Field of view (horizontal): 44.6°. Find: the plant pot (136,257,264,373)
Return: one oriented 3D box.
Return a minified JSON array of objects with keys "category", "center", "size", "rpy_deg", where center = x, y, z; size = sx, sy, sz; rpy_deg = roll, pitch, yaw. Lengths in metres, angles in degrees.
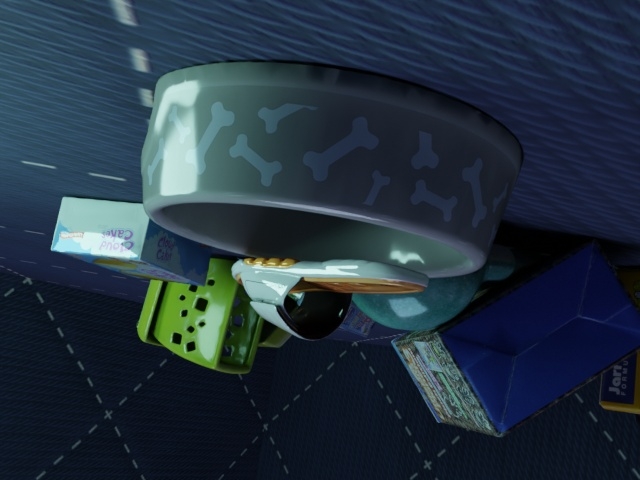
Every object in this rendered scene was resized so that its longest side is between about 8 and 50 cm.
[{"category":"plant pot","center":[-0.248,0.147,1.659],"size":[0.207,0.227,0.228],"rpy_deg":[13,171,15]}]

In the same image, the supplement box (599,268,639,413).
[{"category":"supplement box","center":[0.568,0.144,0.980],"size":[0.194,0.195,0.357],"rpy_deg":[18,166,-39]}]

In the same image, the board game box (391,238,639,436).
[{"category":"board game box","center":[0.250,0.133,1.040],"size":[0.232,0.141,0.291],"rpy_deg":[-29,174,-9]}]

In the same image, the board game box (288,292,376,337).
[{"category":"board game box","center":[-0.003,0.106,1.512],"size":[0.194,0.060,0.194],"rpy_deg":[33,-177,25]}]

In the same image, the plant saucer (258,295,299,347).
[{"category":"plant saucer","center":[-0.086,0.188,1.833],"size":[0.045,0.188,0.188],"rpy_deg":[47,160,-10]}]

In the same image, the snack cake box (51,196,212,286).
[{"category":"snack cake box","center":[-0.296,0.007,1.277],"size":[0.152,0.089,0.264],"rpy_deg":[7,170,15]}]

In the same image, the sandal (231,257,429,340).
[{"category":"sandal","center":[-0.006,0.062,0.787],"size":[0.102,0.076,0.265],"rpy_deg":[17,167,-37]}]

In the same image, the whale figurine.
[{"category":"whale figurine","center":[0.135,0.046,0.966],"size":[0.216,0.141,0.272],"rpy_deg":[2,170,31]}]

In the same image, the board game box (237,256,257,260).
[{"category":"board game box","center":[-0.052,0.027,1.285],"size":[0.169,0.033,0.133],"rpy_deg":[9,-178,14]}]

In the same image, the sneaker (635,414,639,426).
[{"category":"sneaker","center":[0.512,0.207,1.229],"size":[0.101,0.268,0.153],"rpy_deg":[-31,-172,15]}]

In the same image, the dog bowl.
[{"category":"dog bowl","center":[0.001,-0.043,0.708],"size":[0.349,0.102,0.349],"rpy_deg":[10,170,2]}]
